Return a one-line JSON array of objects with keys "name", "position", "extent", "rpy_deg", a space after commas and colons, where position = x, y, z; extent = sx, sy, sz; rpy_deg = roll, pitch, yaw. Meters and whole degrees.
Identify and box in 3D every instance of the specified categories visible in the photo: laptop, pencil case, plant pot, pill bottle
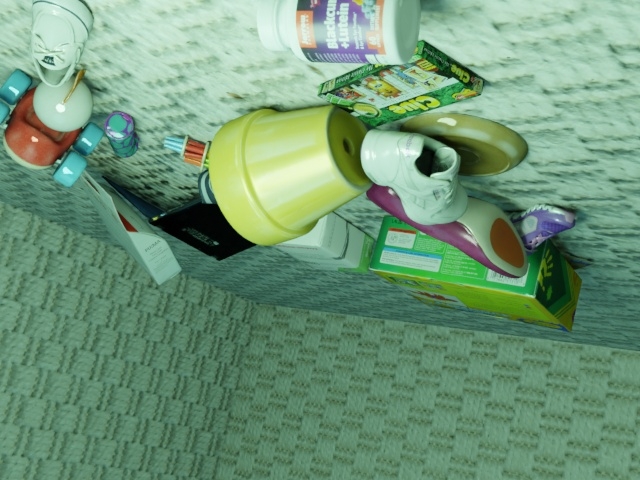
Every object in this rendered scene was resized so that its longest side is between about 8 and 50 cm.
[{"name": "laptop", "position": [-0.385, -0.110, 2.242], "extent": [0.407, 0.236, 0.382], "rpy_deg": [-22, 154, 17]}, {"name": "pencil case", "position": [-0.455, -0.242, 1.664], "extent": [0.064, 0.070, 0.151], "rpy_deg": [48, 166, 1]}, {"name": "plant pot", "position": [-0.036, -0.139, 1.340], "extent": [0.239, 0.254, 0.254], "rpy_deg": [-16, 151, 34]}, {"name": "pill bottle", "position": [0.021, -0.282, 0.924], "extent": [0.193, 0.108, 0.108], "rpy_deg": [7, 165, 24]}, {"name": "plant pot", "position": [0.258, -0.167, 1.329], "extent": [0.236, 0.032, 0.236], "rpy_deg": [13, 167, 3]}]

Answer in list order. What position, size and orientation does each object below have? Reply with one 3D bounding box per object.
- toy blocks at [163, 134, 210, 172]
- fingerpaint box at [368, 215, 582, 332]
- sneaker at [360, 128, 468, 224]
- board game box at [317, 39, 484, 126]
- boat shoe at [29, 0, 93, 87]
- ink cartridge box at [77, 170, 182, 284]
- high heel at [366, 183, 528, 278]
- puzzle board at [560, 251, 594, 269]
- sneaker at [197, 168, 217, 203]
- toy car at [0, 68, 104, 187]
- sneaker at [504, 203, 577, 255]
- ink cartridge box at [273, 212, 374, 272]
[{"name": "toy blocks", "position": [-0.292, -0.201, 1.690], "extent": [0.148, 0.054, 0.123], "rpy_deg": [16, 166, -9]}, {"name": "fingerpaint box", "position": [0.416, 0.086, 1.907], "extent": [0.444, 0.163, 0.371], "rpy_deg": [9, 166, 35]}, {"name": "sneaker", "position": [0.204, -0.105, 1.316], "extent": [0.152, 0.114, 0.305], "rpy_deg": [3, 163, 42]}, {"name": "board game box", "position": [0.121, -0.243, 1.161], "extent": [0.136, 0.030, 0.259], "rpy_deg": [20, 166, -31]}, {"name": "boat shoe", "position": [-0.450, -0.334, 1.225], "extent": [0.096, 0.088, 0.267], "rpy_deg": [19, 166, -20]}, {"name": "ink cartridge box", "position": [-0.562, -0.086, 2.045], "extent": [0.308, 0.091, 0.385], "rpy_deg": [39, 157, 34]}, {"name": "high heel", "position": [0.278, -0.034, 1.561], "extent": [0.377, 0.127, 0.181], "rpy_deg": [43, 148, -16]}, {"name": "puzzle board", "position": [0.631, 0.049, 1.886], "extent": [0.128, 0.011, 0.096], "rpy_deg": [15, 166, -8]}, {"name": "sneaker", "position": [-0.202, -0.108, 1.885], "extent": [0.153, 0.099, 0.282], "rpy_deg": [4, 160, 32]}, {"name": "toy car", "position": [-0.523, -0.272, 1.457], "extent": [0.219, 0.210, 0.238], "rpy_deg": [37, 128, -24]}, {"name": "sneaker", "position": [0.464, -0.014, 1.595], "extent": [0.095, 0.105, 0.236], "rpy_deg": [21, 164, -24]}, {"name": "ink cartridge box", "position": [0.000, 0.000, 2.091], "extent": [0.198, 0.115, 0.273], "rpy_deg": [4, 164, 34]}]
